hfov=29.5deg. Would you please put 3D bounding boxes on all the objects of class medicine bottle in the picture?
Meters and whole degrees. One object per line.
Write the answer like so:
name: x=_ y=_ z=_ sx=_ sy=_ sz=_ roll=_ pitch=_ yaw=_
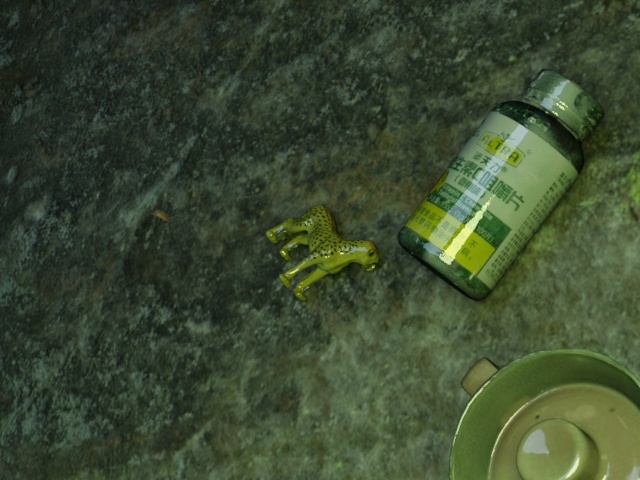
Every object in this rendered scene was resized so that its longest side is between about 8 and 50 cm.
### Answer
medicine bottle: x=0.236 y=-0.075 z=1.552 sx=0.293 sy=0.141 sz=0.141 roll=-52 pitch=44 yaw=-1

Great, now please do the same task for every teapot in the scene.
teapot: x=0.279 y=0.242 z=1.176 sx=0.253 sy=0.344 sz=0.300 roll=-48 pitch=45 yaw=2

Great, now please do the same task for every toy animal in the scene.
toy animal: x=0.000 y=0.000 z=1.757 sx=0.136 sy=0.073 sz=0.181 roll=-33 pitch=35 yaw=8
